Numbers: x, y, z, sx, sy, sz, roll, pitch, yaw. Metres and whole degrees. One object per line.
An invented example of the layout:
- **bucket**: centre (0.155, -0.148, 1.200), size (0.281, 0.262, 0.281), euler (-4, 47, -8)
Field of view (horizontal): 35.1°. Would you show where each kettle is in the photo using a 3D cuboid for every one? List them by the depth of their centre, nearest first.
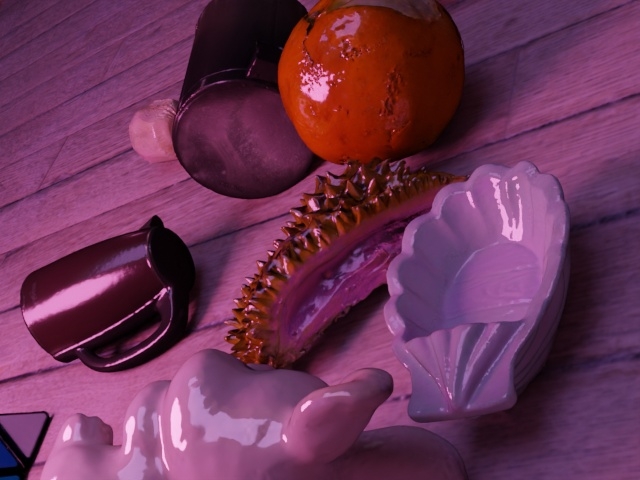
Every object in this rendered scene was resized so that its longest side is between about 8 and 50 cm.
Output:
- **kettle**: centre (-0.289, 0.084, 1.422), size (0.232, 0.144, 0.202), euler (-25, 56, 24)

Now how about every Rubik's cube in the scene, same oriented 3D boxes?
- **Rubik's cube**: centre (-0.539, 0.329, 1.320), size (0.284, 0.234, 0.250), euler (-37, 33, 11)

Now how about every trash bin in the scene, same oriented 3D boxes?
- **trash bin**: centre (-0.102, -0.232, 1.509), size (0.301, 0.203, 0.252), euler (-89, 17, -51)

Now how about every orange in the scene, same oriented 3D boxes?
- **orange**: centre (0.064, -0.212, 1.273), size (0.240, 0.240, 0.240), euler (-29, 34, 23)

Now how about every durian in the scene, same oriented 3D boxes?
- **durian**: centre (0.000, 0.001, 1.188), size (0.341, 0.112, 0.191), euler (-43, 34, -7)

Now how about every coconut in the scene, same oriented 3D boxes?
- **coconut**: centre (-0.276, -0.188, 1.750), size (0.124, 0.110, 0.110), euler (0, 52, 40)

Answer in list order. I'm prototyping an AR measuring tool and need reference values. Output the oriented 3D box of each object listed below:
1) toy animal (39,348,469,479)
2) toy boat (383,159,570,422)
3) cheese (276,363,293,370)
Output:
- **toy animal**: centre (-0.068, 0.224, 0.893), size (0.367, 0.196, 0.241), euler (-31, 43, 13)
- **toy boat**: centre (0.160, 0.055, 0.968), size (0.199, 0.100, 0.290), euler (-19, 39, 36)
- **cheese**: centre (-0.059, 0.270, 1.031), size (0.085, 0.034, 0.400), euler (-35, 32, 20)
